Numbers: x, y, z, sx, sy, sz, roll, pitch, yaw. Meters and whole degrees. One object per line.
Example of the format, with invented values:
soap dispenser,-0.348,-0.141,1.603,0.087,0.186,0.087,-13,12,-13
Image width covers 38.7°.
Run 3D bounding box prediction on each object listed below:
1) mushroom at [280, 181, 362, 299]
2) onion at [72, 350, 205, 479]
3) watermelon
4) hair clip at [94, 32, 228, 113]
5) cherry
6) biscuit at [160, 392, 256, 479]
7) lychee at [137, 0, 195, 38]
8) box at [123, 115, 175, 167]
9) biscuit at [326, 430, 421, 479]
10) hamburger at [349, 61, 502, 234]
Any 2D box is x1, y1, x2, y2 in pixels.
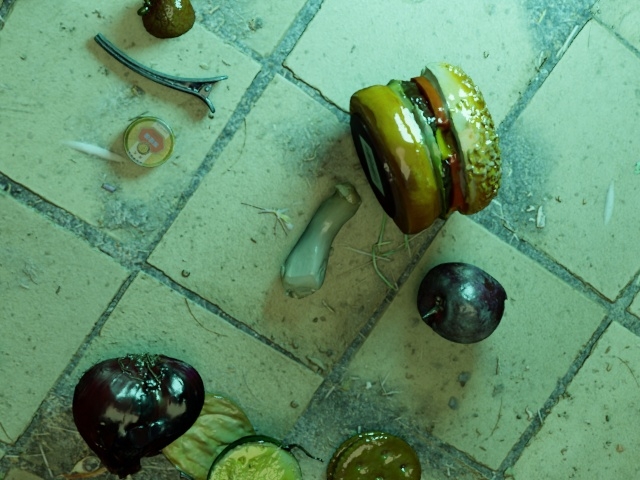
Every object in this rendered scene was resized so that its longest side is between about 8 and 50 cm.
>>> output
mushroom,-0.001,0.000,1.953,0.099,0.096,0.278,28,92,-16
onion,-0.375,0.343,1.903,0.281,0.221,0.281,-5,102,-26
watermelon,-0.145,0.515,1.992,0.204,0.127,0.232,33,89,-16
hair clip,-0.329,-0.343,1.839,0.275,0.048,0.083,20,103,-13
cherry,0.310,0.137,1.996,0.195,0.195,0.195,-2,103,-10
biscuit,-0.240,0.457,2.043,0.203,0.041,0.260,-44,108,-3
lychee,-0.306,-0.456,1.782,0.140,0.114,0.101,39,49,-33
box,-0.351,-0.203,1.870,0.105,0.037,0.106,-2,103,-9
biscuit,0.126,0.545,2.115,0.220,0.066,0.220,-3,104,-13
hamburger,0.218,-0.187,1.838,0.250,0.330,0.330,-24,106,-5
